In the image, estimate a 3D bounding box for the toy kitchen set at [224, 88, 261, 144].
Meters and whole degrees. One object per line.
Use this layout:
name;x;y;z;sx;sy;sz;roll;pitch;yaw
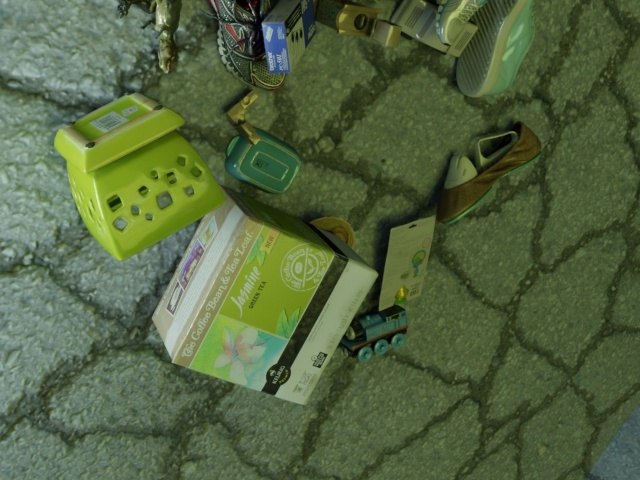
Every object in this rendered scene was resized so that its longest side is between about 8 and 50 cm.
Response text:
toy kitchen set;-0.131;-0.242;1.828;0.075;0.068;0.083;-43;106;-8

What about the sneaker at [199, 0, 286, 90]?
sneaker;-0.137;-0.399;1.729;0.121;0.112;0.299;-37;131;-13

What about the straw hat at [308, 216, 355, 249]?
straw hat;0.000;0.000;2.075;0.145;0.061;0.144;-8;116;-17

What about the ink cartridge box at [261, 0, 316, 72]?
ink cartridge box;-0.057;-0.398;1.745;0.046;0.207;0.097;2;123;14

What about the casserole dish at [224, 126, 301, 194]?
casserole dish;-0.112;-0.159;1.929;0.188;0.037;0.114;26;97;-41

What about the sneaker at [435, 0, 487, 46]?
sneaker;0.297;-0.480;1.868;0.071;0.083;0.190;13;100;-52

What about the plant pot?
plant pot;-0.336;-0.130;1.665;0.227;0.228;0.207;-31;122;-18

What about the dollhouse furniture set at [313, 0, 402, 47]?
dollhouse furniture set;0.074;-0.477;1.790;0.101;0.182;0.160;-2;115;-35

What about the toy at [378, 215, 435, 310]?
toy;0.195;0.048;2.249;0.137;0.056;0.237;-17;126;-32

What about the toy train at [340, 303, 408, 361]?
toy train;0.132;0.225;2.289;0.184;0.080;0.105;-18;114;-24

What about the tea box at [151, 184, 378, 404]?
tea box;-0.120;0.114;1.913;0.324;0.220;0.329;23;100;-27

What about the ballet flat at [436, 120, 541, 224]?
ballet flat;0.388;-0.178;2.240;0.342;0.116;0.124;-35;110;-15

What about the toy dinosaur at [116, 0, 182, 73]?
toy dinosaur;-0.287;-0.435;1.642;0.118;0.064;0.268;0;109;-39

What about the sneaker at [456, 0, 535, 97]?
sneaker;0.420;-0.496;2.076;0.150;0.135;0.365;-7;127;-42

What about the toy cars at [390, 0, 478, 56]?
toy cars;0.217;-0.517;1.898;0.177;0.087;0.393;-22;131;4
